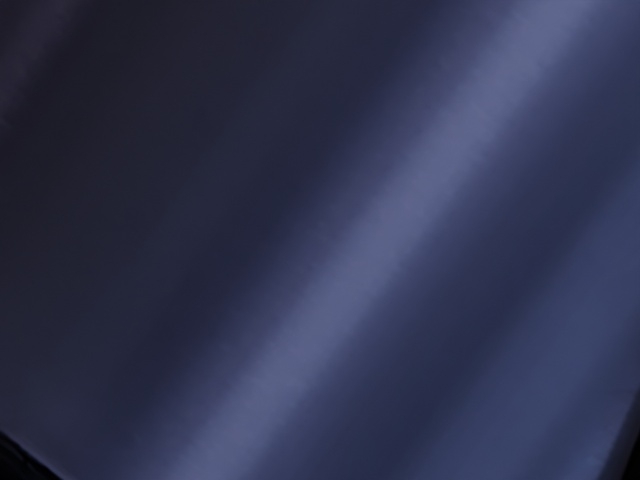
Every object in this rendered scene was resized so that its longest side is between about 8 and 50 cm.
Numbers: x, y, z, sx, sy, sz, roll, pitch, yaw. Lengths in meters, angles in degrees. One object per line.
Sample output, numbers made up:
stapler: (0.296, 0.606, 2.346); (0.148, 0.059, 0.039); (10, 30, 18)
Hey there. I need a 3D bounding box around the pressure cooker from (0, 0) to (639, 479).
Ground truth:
pressure cooker: (0.075, -0.111, 0.471); (0.375, 0.420, 0.370); (34, 13, -10)
